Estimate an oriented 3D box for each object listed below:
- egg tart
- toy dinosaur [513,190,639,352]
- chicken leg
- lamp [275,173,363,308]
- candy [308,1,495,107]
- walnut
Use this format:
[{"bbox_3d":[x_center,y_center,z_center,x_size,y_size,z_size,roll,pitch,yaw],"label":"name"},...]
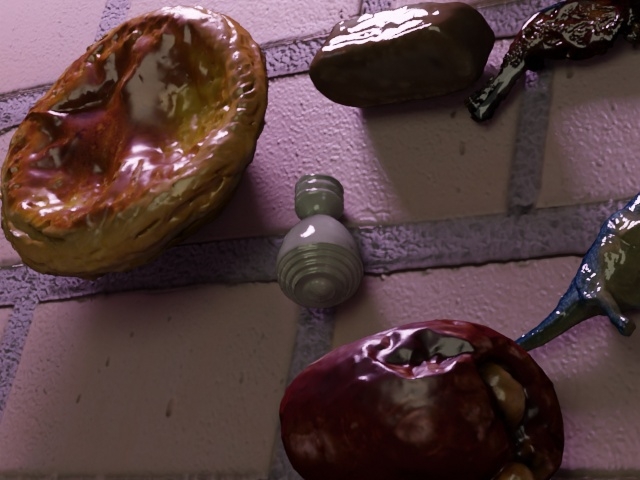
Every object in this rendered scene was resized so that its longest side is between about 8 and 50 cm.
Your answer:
[{"bbox_3d":[-0.240,-0.115,1.862,0.443,0.178,0.443,-19,49,24],"label":"egg tart"},{"bbox_3d":[0.323,0.021,1.466,0.363,0.076,0.147,-54,40,-5],"label":"toy dinosaur"},{"bbox_3d":[0.283,-0.233,1.689,0.253,0.051,0.106,-31,53,16],"label":"chicken leg"},{"bbox_3d":[0.000,0.000,1.683,0.106,0.106,0.193,-20,41,21],"label":"lamp"},{"bbox_3d":[0.102,-0.237,1.760,0.234,0.102,0.104,-9,36,35],"label":"candy"},{"bbox_3d":[0.102,0.211,1.404,0.269,0.222,0.244,-21,70,38],"label":"walnut"}]
